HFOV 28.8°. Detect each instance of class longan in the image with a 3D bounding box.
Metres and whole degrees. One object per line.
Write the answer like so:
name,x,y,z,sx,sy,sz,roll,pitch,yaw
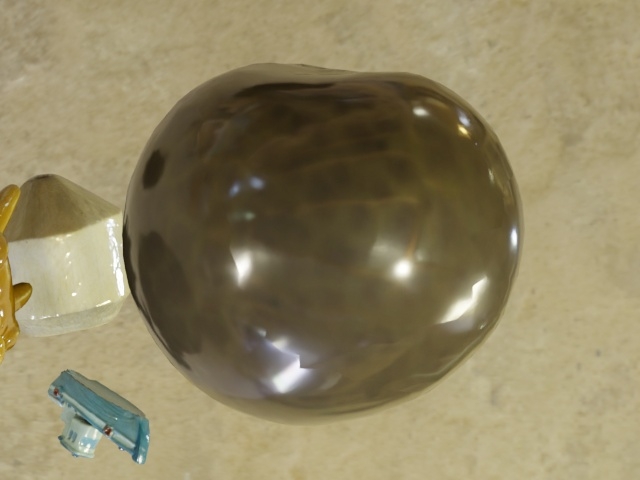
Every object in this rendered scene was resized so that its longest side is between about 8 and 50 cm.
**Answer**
longan,0.000,0.000,0.653,0.212,0.198,0.198,0,82,11

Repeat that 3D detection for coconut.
coconut,-0.365,0.016,1.722,0.202,0.202,0.222,-14,102,-30

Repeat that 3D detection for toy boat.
toy boat,-0.322,0.268,1.796,0.088,0.215,0.102,25,89,-52

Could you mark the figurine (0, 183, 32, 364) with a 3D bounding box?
figurine,-0.542,0.052,1.436,0.387,0.268,0.401,-6,58,-5
